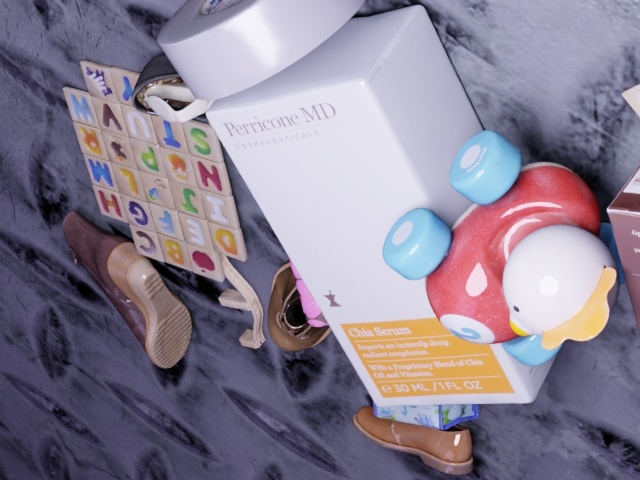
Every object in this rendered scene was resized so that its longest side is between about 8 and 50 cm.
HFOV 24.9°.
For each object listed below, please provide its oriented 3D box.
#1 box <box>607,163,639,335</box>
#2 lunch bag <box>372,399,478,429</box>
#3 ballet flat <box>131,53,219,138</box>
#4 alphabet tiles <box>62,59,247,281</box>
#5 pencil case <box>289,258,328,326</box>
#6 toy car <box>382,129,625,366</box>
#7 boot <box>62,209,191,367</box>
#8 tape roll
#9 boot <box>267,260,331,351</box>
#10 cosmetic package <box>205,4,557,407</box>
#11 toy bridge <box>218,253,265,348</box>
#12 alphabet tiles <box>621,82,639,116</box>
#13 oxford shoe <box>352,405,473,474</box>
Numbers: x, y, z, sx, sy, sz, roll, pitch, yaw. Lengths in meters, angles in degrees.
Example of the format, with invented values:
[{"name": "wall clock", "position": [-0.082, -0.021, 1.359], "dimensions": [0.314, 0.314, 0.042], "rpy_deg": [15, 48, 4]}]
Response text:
[{"name": "box", "position": [0.400, 0.006, 1.385], "dimensions": [0.167, 0.168, 0.203], "rpy_deg": [10, 136, 38]}, {"name": "lunch bag", "position": [0.137, 0.164, 1.930], "dimensions": [0.129, 0.096, 0.151], "rpy_deg": [3, 102, 44]}, {"name": "ballet flat", "position": [-0.126, -0.170, 1.805], "dimensions": [0.280, 0.096, 0.095], "rpy_deg": [10, 135, 39]}, {"name": "alphabet tiles", "position": [-0.236, -0.095, 2.061], "dimensions": [0.285, 0.011, 0.342], "rpy_deg": [17, 136, 33]}, {"name": "pencil case", "position": [0.000, 0.000, 1.814], "dimensions": [0.095, 0.098, 0.209], "rpy_deg": [-13, 96, 7]}, {"name": "toy car", "position": [0.214, 0.045, 1.448], "dimensions": [0.219, 0.210, 0.238], "rpy_deg": [36, -167, -23]}, {"name": "boot", "position": [-0.310, 0.076, 2.323], "dimensions": [0.207, 0.090, 0.248], "rpy_deg": [33, 150, 35]}, {"name": "tape roll", "position": [-0.059, -0.237, 1.494], "dimensions": [0.219, 0.219, 0.072], "rpy_deg": [-7, 124, 49]}, {"name": "boot", "position": [-0.031, 0.092, 1.999], "dimensions": [0.112, 0.115, 0.305], "rpy_deg": [36, 149, 3]}, {"name": "cosmetic package", "position": [0.090, -0.023, 1.670], "dimensions": [0.230, 0.161, 0.453], "rpy_deg": [-8, 124, 38]}, {"name": "toy bridge", "position": [-0.121, 0.088, 2.166], "dimensions": [0.063, 0.026, 0.188], "rpy_deg": [10, 136, 38]}, {"name": "alphabet tiles", "position": [0.429, -0.106, 1.388], "dimensions": [0.198, 0.009, 0.237], "rpy_deg": [48, 147, -10]}, {"name": "oxford shoe", "position": [0.136, 0.268, 2.093], "dimensions": [0.212, 0.076, 0.076], "rpy_deg": [15, 109, 39]}]
